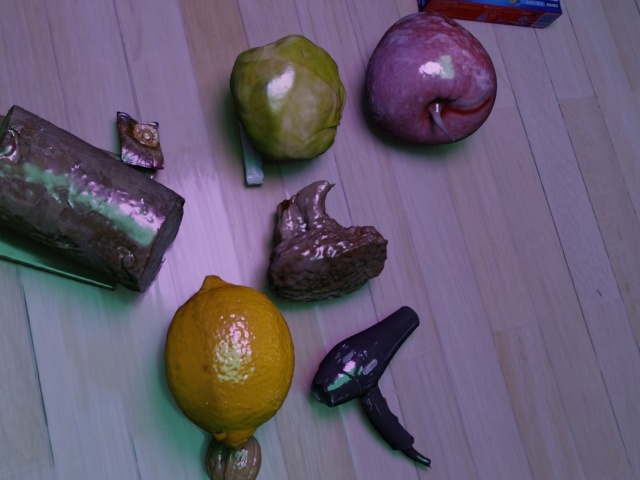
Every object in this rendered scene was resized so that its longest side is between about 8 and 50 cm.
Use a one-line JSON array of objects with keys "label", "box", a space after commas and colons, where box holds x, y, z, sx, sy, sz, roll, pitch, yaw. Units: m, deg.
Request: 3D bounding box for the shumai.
[{"label": "shumai", "box": [0.000, 0.000, 0.999, 0.206, 0.166, 0.175, -7, 57, -21]}]

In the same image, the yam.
[{"label": "yam", "box": [-0.350, -0.059, 0.855, 0.305, 0.168, 0.167, 29, 70, -12]}]

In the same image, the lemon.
[{"label": "lemon", "box": [-0.134, 0.174, 0.878, 0.189, 0.188, 0.256, -6, 79, -20]}]

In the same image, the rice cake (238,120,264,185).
[{"label": "rice cake", "box": [-0.120, -0.184, 1.050, 0.042, 0.030, 0.180, -5, 79, -15]}]

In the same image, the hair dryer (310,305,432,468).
[{"label": "hair dryer", "box": [0.123, 0.267, 1.019, 0.236, 0.091, 0.271, -34, 102, -32]}]

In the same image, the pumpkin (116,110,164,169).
[{"label": "pumpkin", "box": [-0.298, -0.157, 0.977, 0.073, 0.035, 0.101, 9, 60, -35]}]

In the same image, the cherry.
[{"label": "cherry", "box": [0.196, -0.283, 1.087, 0.236, 0.213, 0.285, 17, 51, -37]}]

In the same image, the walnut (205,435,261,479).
[{"label": "walnut", "box": [-0.131, 0.328, 0.899, 0.092, 0.092, 0.092, 4, 76, -18]}]

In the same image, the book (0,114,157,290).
[{"label": "book", "box": [-0.436, -0.068, 0.923, 0.311, 0.021, 0.216, 19, 71, -14]}]

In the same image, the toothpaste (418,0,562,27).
[{"label": "toothpaste", "box": [0.360, -0.513, 1.273, 0.321, 0.066, 0.076, -2, 78, -20]}]

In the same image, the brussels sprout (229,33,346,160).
[{"label": "brussels sprout", "box": [-0.049, -0.230, 0.995, 0.223, 0.161, 0.223, 13, 72, -44]}]
